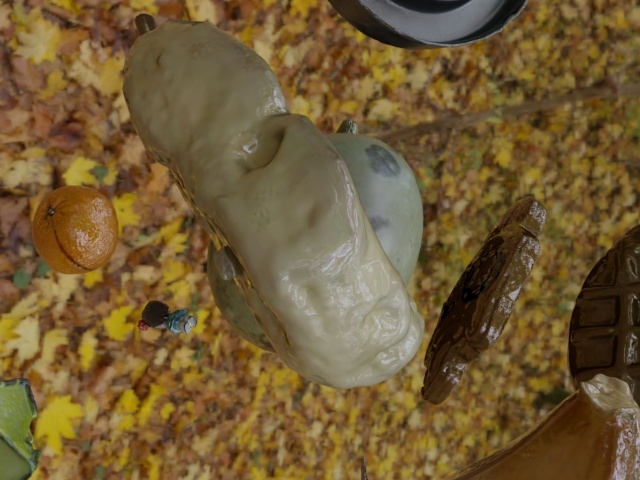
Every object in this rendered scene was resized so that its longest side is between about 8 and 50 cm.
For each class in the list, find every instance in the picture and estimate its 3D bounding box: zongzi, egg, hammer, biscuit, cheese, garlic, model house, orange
[{"bbox_3d":[0.076,-0.198,1.906,0.104,0.113,0.052,-56,-174,10],"label":"zongzi"},{"bbox_3d":[0.000,0.000,1.518,0.428,0.345,0.345,-50,130,-14],"label":"egg"},{"bbox_3d":[-0.346,-0.370,1.915,0.168,0.044,0.440,21,32,-40],"label":"hammer"},{"bbox_3d":[0.190,0.068,1.076,0.041,0.208,0.290,31,69,-3],"label":"biscuit"},{"bbox_3d":[0.410,0.103,0.896,0.103,0.332,0.332,41,58,-45],"label":"biscuit"},{"bbox_3d":[-0.041,-0.031,0.549,0.093,0.263,0.159,-31,141,-7],"label":"cheese"},{"bbox_3d":[0.151,0.194,0.645,0.128,0.207,0.115,49,19,-51],"label":"garlic"},{"bbox_3d":[-0.675,0.397,1.792,0.170,0.194,0.211,51,13,-24],"label":"model house"},{"bbox_3d":[-0.518,-0.024,1.846,0.161,0.193,0.193,21,73,-57],"label":"orange"}]

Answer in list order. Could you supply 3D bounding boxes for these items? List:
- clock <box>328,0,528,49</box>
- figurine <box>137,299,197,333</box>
[{"bbox_3d":[0.109,-0.355,0.925,0.313,0.061,0.312,-1,92,-30],"label":"clock"},{"bbox_3d":[-0.268,0.139,1.527,0.047,0.106,0.060,48,59,-54],"label":"figurine"}]
